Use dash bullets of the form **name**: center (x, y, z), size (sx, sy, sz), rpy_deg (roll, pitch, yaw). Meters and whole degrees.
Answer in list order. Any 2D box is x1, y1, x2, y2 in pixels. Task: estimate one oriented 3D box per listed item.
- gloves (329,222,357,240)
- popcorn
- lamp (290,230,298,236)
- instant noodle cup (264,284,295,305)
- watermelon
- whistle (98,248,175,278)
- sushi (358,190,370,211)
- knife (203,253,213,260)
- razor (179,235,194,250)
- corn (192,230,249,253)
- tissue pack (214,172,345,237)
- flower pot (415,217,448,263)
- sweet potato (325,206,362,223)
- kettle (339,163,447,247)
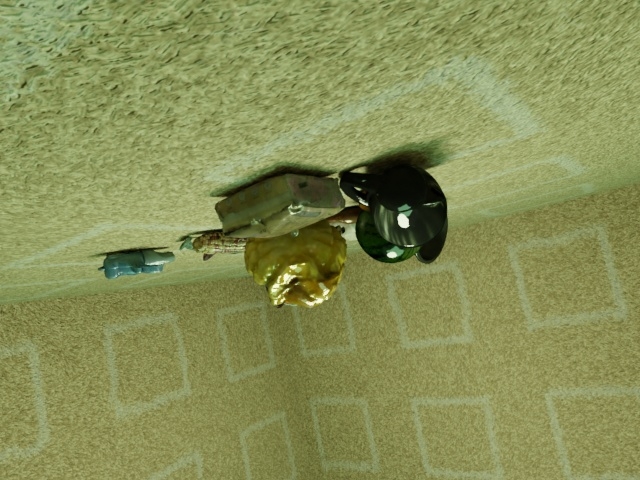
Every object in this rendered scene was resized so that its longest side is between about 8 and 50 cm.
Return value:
- **gloves**: center (0.110, -0.047, 1.864), size (0.127, 0.111, 0.212), rpy_deg (-12, 168, -39)
- **popcorn**: center (-0.080, 0.080, 1.538), size (0.348, 0.349, 0.382), rpy_deg (-10, 136, -15)
- **lamp**: center (-0.016, -0.077, 1.405), size (0.198, 0.056, 0.050), rpy_deg (-29, -175, -30)
- **instant noodle cup**: center (-0.114, 0.106, 1.977), size (0.295, 0.297, 0.214), rpy_deg (-11, 154, -4)
- **watermelon**: center (0.240, -0.039, 1.564), size (0.242, 0.243, 0.242), rpy_deg (-11, 173, -1)
- **whistle**: center (-0.662, 0.080, 1.677), size (0.268, 0.093, 0.180), rpy_deg (-7, -164, -35)
- **sushi**: center (0.150, -0.129, 1.446), size (0.052, 0.056, 0.120), rpy_deg (-2, 167, 24)
- **knife**: center (-0.394, 0.032, 1.884), size (0.277, 0.053, 0.123), rpy_deg (-16, 176, 43)
- **razor**: center (-0.367, 0.006, 1.694), size (0.277, 0.056, 0.111), rpy_deg (-7, 171, -29)
- **corn**: center (-0.321, 0.002, 1.627), size (0.253, 0.086, 0.086), rpy_deg (-5, 171, -32)
- **tissue pack**: center (-0.099, -0.079, 1.145), size (0.256, 0.123, 0.214), rpy_deg (-15, 174, 36)
- **flower pot**: center (0.388, -0.049, 1.880), size (0.166, 0.270, 0.268), rpy_deg (12, -169, 43)
- **sweet potato**: center (0.108, -0.091, 1.684), size (0.254, 0.058, 0.078), rpy_deg (-6, -167, -10)
- **kettle**: center (0.205, -0.119, 1.195), size (0.207, 0.251, 0.271), rpy_deg (-42, 161, 4)
